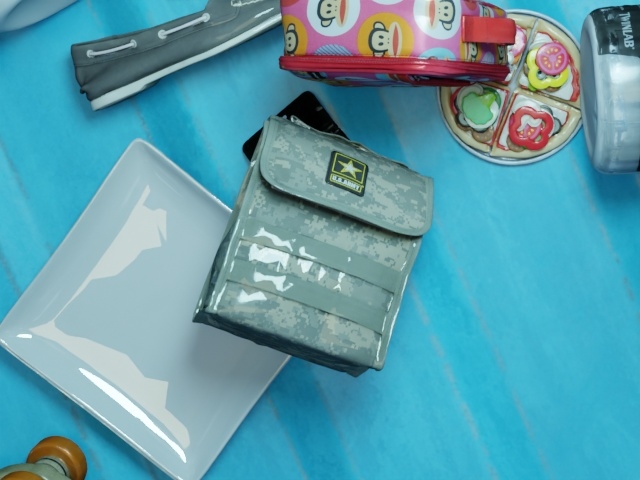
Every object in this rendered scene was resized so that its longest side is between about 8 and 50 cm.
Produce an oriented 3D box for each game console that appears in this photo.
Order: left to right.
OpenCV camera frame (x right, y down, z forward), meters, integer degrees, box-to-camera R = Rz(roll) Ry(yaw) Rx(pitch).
[{"bbox_3d":[-0.023,-0.116,1.876,0.122,0.071,0.107,-40,61,8],"label":"game console"}]

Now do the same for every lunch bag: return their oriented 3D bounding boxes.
[{"bbox_3d":[0.000,0.000,1.774,0.235,0.169,0.287,20,77,-9],"label":"lunch bag"},{"bbox_3d":[0.111,-0.244,1.691,0.258,0.293,0.120,3,96,24],"label":"lunch bag"}]

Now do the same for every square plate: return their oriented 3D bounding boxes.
[{"bbox_3d":[-0.206,0.098,1.901,0.344,0.049,0.347,37,99,2],"label":"square plate"}]

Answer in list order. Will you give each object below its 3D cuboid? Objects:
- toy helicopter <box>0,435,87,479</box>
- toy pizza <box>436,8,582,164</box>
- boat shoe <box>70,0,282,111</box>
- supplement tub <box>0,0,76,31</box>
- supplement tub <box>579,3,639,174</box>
[{"bbox_3d":[-0.461,0.424,1.946,0.355,0.140,0.235,-14,103,18],"label":"toy helicopter"},{"bbox_3d":[0.250,-0.198,1.825,0.201,0.032,0.201,1,96,6],"label":"toy pizza"},{"bbox_3d":[-0.172,-0.273,1.827,0.335,0.112,0.096,-24,98,12],"label":"boat shoe"},{"bbox_3d":[-0.404,-0.457,1.768,0.241,0.241,0.331,-32,92,9],"label":"supplement tub"},{"bbox_3d":[0.492,-0.190,1.708,0.337,0.207,0.207,-3,96,5],"label":"supplement tub"}]
